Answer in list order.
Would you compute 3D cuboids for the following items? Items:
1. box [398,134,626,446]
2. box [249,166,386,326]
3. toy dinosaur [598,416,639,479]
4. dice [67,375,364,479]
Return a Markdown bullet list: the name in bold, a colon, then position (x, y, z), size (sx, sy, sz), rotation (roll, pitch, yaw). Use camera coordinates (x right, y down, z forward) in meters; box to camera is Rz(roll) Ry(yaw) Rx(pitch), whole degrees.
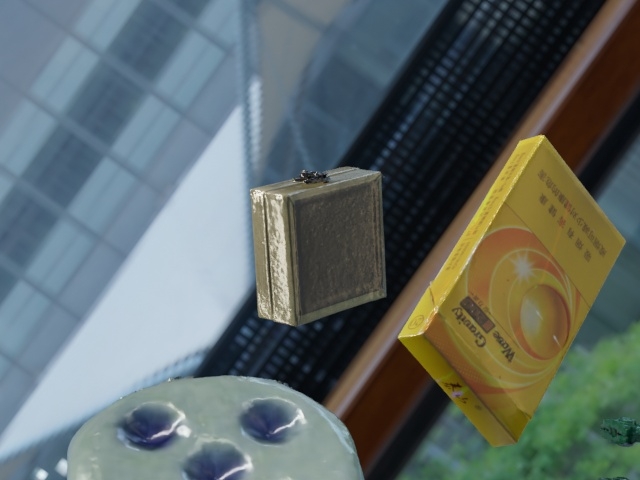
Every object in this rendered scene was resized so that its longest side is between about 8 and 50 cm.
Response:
- **box**: position (0.187, 0.043, 1.577), size (0.043, 0.152, 0.269), rotation (-17, 32, 49)
- **box**: position (0.000, 0.000, 0.985), size (0.079, 0.035, 0.083), rotation (-17, -70, -42)
- **toy dinosaur**: position (0.349, 0.209, 1.476), size (0.259, 0.153, 0.094), rotation (-161, 73, -73)
- **dice**: position (-0.098, 0.305, 1.537), size (0.262, 0.265, 0.268), rotation (-102, 15, -52)
